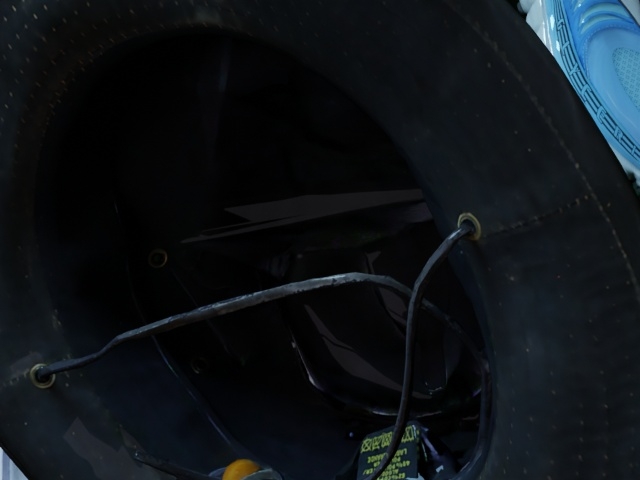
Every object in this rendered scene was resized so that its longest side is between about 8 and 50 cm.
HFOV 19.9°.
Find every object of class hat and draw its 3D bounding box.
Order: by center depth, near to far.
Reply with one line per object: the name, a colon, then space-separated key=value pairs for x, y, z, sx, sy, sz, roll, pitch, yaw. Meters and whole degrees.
hat: x=0.000 y=0.000 z=0.649 sx=0.331 sy=0.134 sz=0.331 roll=16 pitch=122 yaw=26

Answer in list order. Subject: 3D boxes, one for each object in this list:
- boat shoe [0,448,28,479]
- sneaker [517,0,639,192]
boat shoe: x=-0.070 y=0.154 z=0.752 sx=0.084 sy=0.095 sz=0.258 roll=-13 pitch=99 yaw=31
sneaker: x=0.106 y=-0.084 z=0.607 sx=0.073 sy=0.063 sz=0.162 roll=-33 pitch=78 yaw=30
